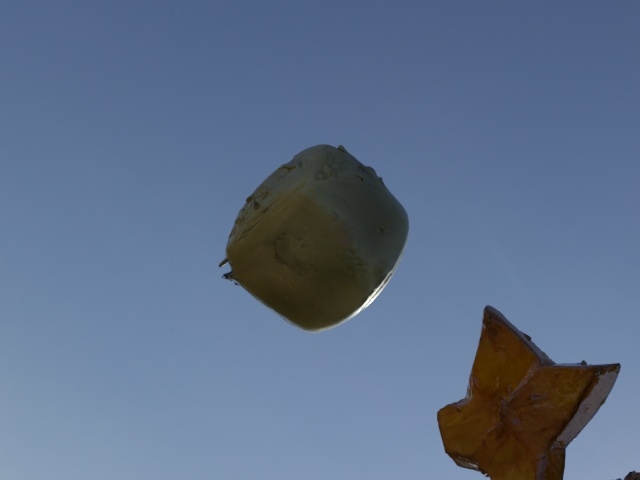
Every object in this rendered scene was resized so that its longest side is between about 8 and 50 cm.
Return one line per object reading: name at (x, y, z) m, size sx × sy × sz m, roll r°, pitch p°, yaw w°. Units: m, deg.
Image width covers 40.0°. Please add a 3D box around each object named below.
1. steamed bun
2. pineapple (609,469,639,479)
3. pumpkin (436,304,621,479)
steamed bun at (0.000, 0.000, 1.312) m, size 0.232 × 0.273 × 0.166 m, roll 48°, pitch -13°, yaw -25°
pineapple at (0.376, 0.391, 1.110) m, size 0.135 × 0.079 × 0.233 m, roll 1°, pitch -71°, yaw 60°
pumpkin at (0.285, 0.267, 1.307) m, size 0.095 × 0.290 × 0.258 m, roll 34°, pitch -8°, yaw -40°
